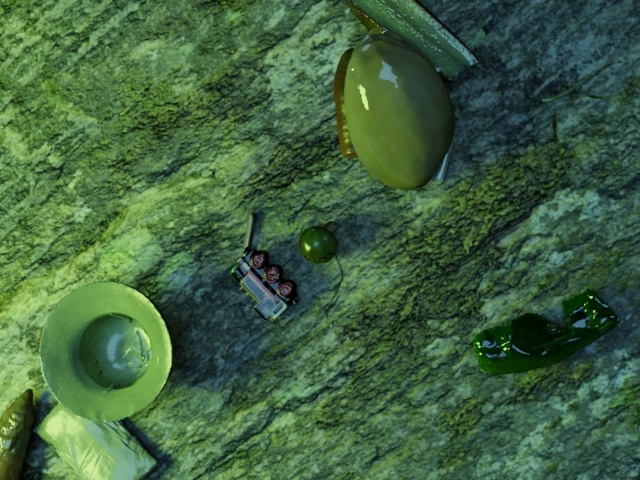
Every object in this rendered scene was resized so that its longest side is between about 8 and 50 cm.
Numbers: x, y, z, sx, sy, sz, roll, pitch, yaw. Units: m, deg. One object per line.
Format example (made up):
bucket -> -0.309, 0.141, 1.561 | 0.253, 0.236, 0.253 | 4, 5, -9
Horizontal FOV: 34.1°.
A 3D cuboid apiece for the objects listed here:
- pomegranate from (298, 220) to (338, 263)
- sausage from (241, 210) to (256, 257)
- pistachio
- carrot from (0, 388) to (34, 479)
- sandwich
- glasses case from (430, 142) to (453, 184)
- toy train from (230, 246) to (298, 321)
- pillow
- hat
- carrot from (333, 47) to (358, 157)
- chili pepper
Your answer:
pomegranate -> -0.004, -0.001, 1.884 | 0.073, 0.073, 0.085 | -1, 70, 12
sausage -> -0.134, -0.006, 1.937 | 0.015, 0.015, 0.100 | 10, 90, 12
pistachio -> 0.135, -0.216, 1.781 | 0.181, 0.162, 0.293 | -14, 121, 11
carrot -> -0.597, 0.408, 1.983 | 0.101, 0.102, 0.263 | 18, 88, 12
sandwich -> 0.164, -0.367, 1.852 | 0.258, 0.096, 0.094 | 44, 91, 11
glasses case -> 0.215, -0.141, 1.866 | 0.032, 0.021, 0.083 | 14, 91, 14
toy train -> -0.106, 0.078, 1.905 | 0.087, 0.050, 0.138 | -44, 87, 6
pillow -> -0.425, 0.388, 1.966 | 0.148, 0.050, 0.230 | -44, 80, 1
hat -> -0.371, 0.201, 1.919 | 0.257, 0.130, 0.257 | -1, 88, 13
carrot -> 0.063, -0.246, 1.874 | 0.087, 0.087, 0.194 | 5, 92, 12
chili pepper -> 0.385, 0.164, 1.788 | 0.253, 0.083, 0.099 | -22, 74, 7
